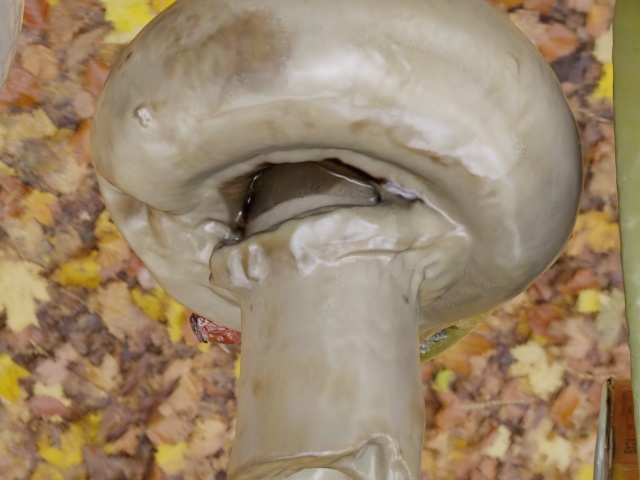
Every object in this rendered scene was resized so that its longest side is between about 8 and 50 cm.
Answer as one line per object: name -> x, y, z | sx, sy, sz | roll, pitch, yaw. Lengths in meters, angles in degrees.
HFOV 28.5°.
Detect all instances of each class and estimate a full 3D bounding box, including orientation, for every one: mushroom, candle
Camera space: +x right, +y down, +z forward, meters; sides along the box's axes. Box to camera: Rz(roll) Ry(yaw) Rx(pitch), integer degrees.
mushroom -> 0.000, 0.000, 0.716 | 0.292, 0.292, 0.290 | 32, 49, -30
candle -> -0.024, 0.047, 1.011 | 0.162, 0.048, 0.053 | -16, 73, 4

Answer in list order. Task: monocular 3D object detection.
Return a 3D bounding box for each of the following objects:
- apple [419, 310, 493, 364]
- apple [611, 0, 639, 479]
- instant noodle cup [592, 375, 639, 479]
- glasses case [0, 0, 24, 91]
apple -> 0.072, 0.018, 1.378 | 0.256, 0.257, 0.234 | -24, 77, -20
apple -> 0.246, 0.022, 0.776 | 0.311, 0.320, 0.360 | 4, 80, -24
instant noodle cup -> 0.355, 0.241, 1.130 | 0.214, 0.296, 0.296 | 5, 104, 11
glasses case -> -0.180, -0.132, 0.611 | 0.059, 0.233, 0.092 | 13, 75, -5
